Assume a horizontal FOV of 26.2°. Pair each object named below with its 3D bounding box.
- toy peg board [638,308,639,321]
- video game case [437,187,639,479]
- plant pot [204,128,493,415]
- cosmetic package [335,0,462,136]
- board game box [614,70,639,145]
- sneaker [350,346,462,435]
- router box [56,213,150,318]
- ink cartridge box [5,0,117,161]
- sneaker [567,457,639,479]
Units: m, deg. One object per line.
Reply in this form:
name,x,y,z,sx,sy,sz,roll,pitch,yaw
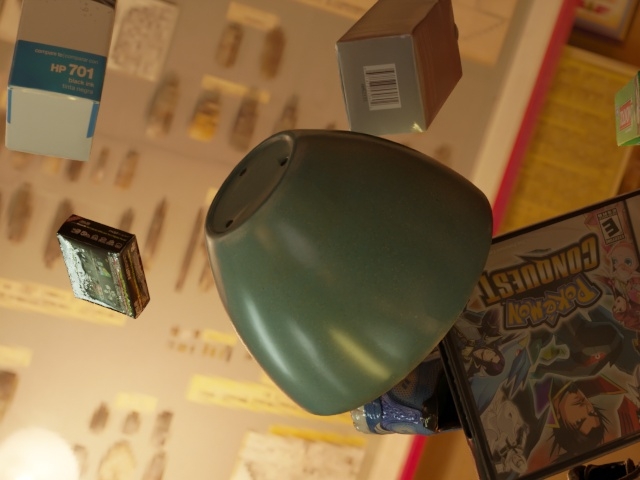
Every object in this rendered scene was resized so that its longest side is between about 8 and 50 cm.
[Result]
toy peg board,0.416,0.030,1.330,0.161,0.079,0.161,-10,-175,-43
video game case,0.257,0.100,1.413,0.275,0.248,0.035,-18,-178,-16
plant pot,0.000,0.000,1.376,0.195,0.290,0.290,40,179,-24
cosmetic package,0.102,-0.223,1.700,0.107,0.127,0.238,-5,-160,16
board game box,0.374,-0.098,0.957,0.317,0.046,0.213,-3,-179,8
sneaker,0.188,0.165,1.650,0.147,0.129,0.330,11,-157,41
router box,-0.262,0.032,1.670,0.092,0.122,0.038,19,-129,21
ink cartridge box,-0.223,-0.185,1.207,0.082,0.190,0.139,10,160,-10
sneaker,0.461,0.447,1.922,0.169,0.257,0.447,-9,152,28
